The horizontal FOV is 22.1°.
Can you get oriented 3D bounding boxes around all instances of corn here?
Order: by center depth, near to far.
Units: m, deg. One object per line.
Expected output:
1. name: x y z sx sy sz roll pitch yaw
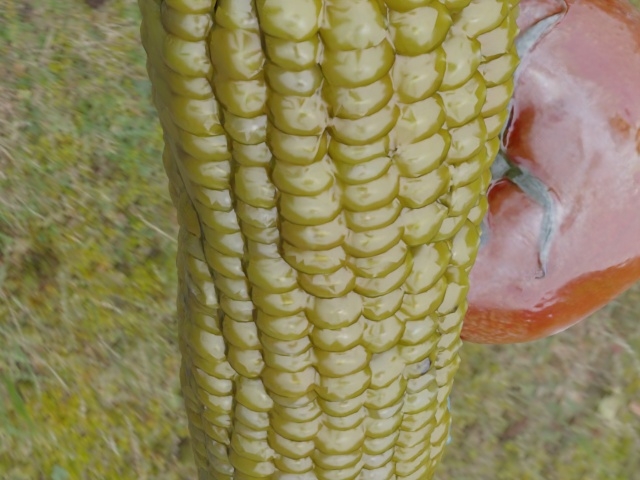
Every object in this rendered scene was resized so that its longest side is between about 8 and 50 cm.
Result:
1. corn: 0.000 0.000 0.465 0.097 0.097 0.320 -18 140 -18

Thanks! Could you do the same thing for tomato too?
1. tomato: 0.093 -0.046 0.942 0.236 0.095 0.237 6 105 21

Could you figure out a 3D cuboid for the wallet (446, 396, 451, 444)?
1. wallet: 0.032 0.113 1.052 0.129 0.026 0.088 -22 115 -40
